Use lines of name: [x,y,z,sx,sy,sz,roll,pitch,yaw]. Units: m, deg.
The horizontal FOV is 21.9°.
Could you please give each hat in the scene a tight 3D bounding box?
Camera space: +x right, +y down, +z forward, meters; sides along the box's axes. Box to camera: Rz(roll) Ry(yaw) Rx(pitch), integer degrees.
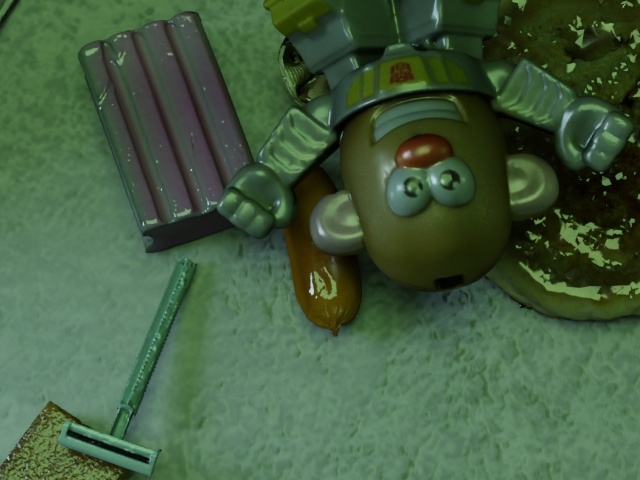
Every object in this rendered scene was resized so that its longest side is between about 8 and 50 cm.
hat: [0.001,-0.161,1.542,0.077,0.059,0.076,-21,85,-3]

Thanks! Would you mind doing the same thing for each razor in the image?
razor: [-0.150,0.103,1.432,0.084,0.036,0.211,20,53,0]

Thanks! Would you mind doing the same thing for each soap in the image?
soap: [-0.135,-0.100,1.511,0.122,0.065,0.203,-18,69,-7]

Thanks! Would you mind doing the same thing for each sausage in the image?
sausage: [0.000,0.000,1.477,0.062,0.054,0.183,5,62,-28]

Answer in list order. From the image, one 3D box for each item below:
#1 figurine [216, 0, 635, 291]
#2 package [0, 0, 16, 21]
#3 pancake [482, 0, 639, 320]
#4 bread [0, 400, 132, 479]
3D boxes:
figurine: [0.084,-0.095,1.415,0.342,0.167,0.285,-15,75,27]
package: [-0.376,-0.325,1.551,0.221,0.165,0.311,23,69,9]
pancake: [0.258,-0.101,1.513,0.356,0.065,0.356,-1,65,3]
bread: [-0.219,0.199,1.404,0.094,0.035,0.090,31,71,11]
